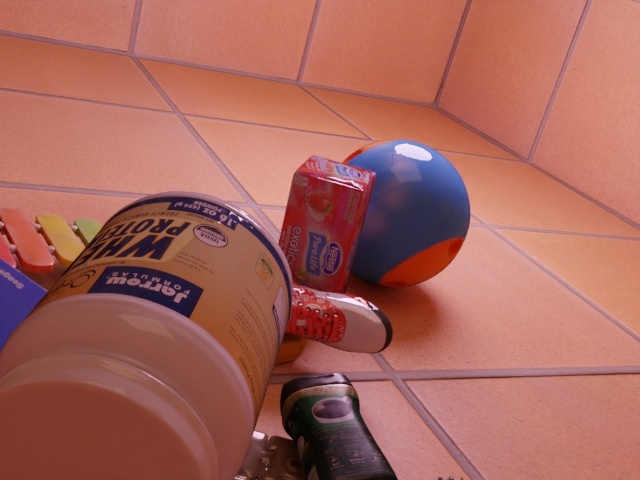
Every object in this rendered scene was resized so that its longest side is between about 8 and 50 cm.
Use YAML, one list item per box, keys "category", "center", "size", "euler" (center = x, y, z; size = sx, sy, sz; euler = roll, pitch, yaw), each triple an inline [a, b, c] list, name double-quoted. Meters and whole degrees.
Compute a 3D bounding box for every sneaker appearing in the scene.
- category: "sneaker"
  center: [-0.039, 0.116, 1.162]
  size: [0.270, 0.090, 0.145]
  euler: [24, 24, 22]

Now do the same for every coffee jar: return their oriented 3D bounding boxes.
- category: "coffee jar"
  center: [0.015, 0.232, 0.899]
  size: [0.096, 0.079, 0.184]
  euler: [-3, 33, -16]

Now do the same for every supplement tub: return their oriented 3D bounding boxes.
- category: "supplement tub"
  center: [-0.159, 0.112, 0.744]
  size: [0.228, 0.228, 0.316]
  euler: [16, 29, 0]

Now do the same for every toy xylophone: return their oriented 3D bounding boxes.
- category: "toy xylophone"
  center: [-0.384, 0.004, 1.113]
  size: [0.322, 0.081, 0.236]
  euler: [-2, 27, -43]

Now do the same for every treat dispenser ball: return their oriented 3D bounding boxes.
- category: "treat dispenser ball"
  center: [0.146, -0.052, 1.536]
  size: [0.288, 0.288, 0.288]
  euler: [14, 21, -6]

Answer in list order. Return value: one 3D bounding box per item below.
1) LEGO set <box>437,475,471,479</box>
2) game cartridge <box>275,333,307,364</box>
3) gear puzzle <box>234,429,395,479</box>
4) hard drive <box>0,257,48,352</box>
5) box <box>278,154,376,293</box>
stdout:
- category: "LEGO set"
  center: [0.170, 0.318, 1.005]
  size: [0.054, 0.023, 0.083]
  euler: [24, 23, 19]
- category: "game cartridge"
  center: [-0.214, 0.105, 1.234]
  size: [0.285, 0.053, 0.323]
  euler: [-5, 32, -42]
- category: "gear puzzle"
  center: [0.008, 0.306, 0.895]
  size: [0.339, 0.044, 0.175]
  euler: [16, 28, 1]
- category: "hard drive"
  center: [-0.370, 0.132, 0.765]
  size: [0.210, 0.040, 0.319]
  euler: [35, 31, -1]
- category: "box"
  center: [0.000, 0.000, 1.347]
  size: [0.122, 0.257, 0.128]
  euler: [17, 21, 8]
